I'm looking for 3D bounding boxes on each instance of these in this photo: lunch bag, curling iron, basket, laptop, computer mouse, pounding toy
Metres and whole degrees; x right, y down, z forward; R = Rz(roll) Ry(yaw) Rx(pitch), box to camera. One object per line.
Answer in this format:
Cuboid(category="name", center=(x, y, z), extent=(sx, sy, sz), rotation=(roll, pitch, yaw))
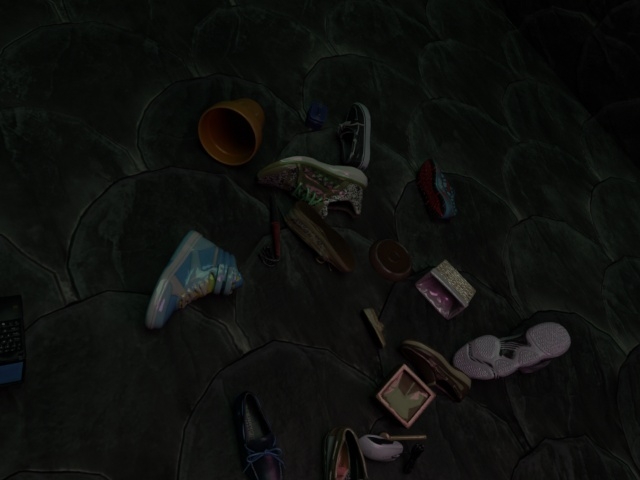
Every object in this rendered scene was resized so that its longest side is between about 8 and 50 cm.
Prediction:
Cuboid(category="lunch bag", center=(-0.016, -0.473, 2.000), extent=(0.067, 0.065, 0.099), rotation=(17, 54, -13))
Cuboid(category="curling iron", center=(-0.157, -0.042, 1.690), extent=(0.068, 0.035, 0.274), rotation=(12, 56, -17))
Cuboid(category="basket", center=(0.424, 0.161, 1.776), extent=(0.167, 0.113, 0.103), rotation=(46, 51, 8))
Cuboid(category="laptop", center=(-0.795, 0.233, 1.174), extent=(0.234, 0.137, 0.265), rotation=(-6, 63, -27))
Cuboid(category="computer mouse", center=(0.184, 0.574, 1.417), extent=(0.192, 0.106, 0.042), rotation=(18, 28, -15))
Cuboid(category="pounding toy", center=(0.227, 0.492, 1.503), extent=(0.181, 0.094, 0.206), rotation=(44, 75, 6))

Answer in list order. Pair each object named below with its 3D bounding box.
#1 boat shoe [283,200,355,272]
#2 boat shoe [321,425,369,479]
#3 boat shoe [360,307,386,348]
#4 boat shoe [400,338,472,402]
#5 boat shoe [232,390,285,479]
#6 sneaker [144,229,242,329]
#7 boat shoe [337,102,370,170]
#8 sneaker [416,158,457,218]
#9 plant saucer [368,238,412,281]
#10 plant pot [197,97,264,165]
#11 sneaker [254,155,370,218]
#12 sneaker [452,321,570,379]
Cuboid(category="boat shoe", center=(0.000, 0.000, 1.714), extent=(0.285, 0.089, 0.104), rotation=(50, 29, 7))
Cuboid(category="boat shoe", center=(0.065, 0.629, 1.332), extent=(0.113, 0.103, 0.303), rotation=(2, 60, -23))
Cuboid(category="boat shoe", center=(0.173, 0.269, 1.636), extent=(0.045, 0.050, 0.136), rotation=(-16, 68, -25))
Cuboid(category="boat shoe", center=(0.346, 0.402, 1.607), extent=(0.257, 0.095, 0.095), rotation=(34, 59, -2))
Cuboid(category="boat shoe", center=(-0.163, 0.506, 1.316), extent=(0.108, 0.089, 0.259), rotation=(-18, 69, -32))
Cuboid(category="sneaker", center=(-0.333, 0.131, 1.450), extent=(0.208, 0.127, 0.319), rotation=(25, 54, -6))
Cuboid(category="boat shoe", center=(0.116, -0.405, 1.989), extent=(0.104, 0.113, 0.307), rotation=(17, 63, -31))
Cuboid(category="sneaker", center=(0.456, -0.191, 2.035), extent=(0.125, 0.104, 0.262), rotation=(12, 59, -38))
Cuboid(category="plant saucer", center=(0.248, 0.061, 1.812), extent=(0.168, 0.029, 0.169), rotation=(12, 57, -18))
Cuboid(category="plant pot", center=(-0.277, -0.385, 1.762), extent=(0.205, 0.205, 0.188), rotation=(30, 38, -5))
Cuboid(category="sneaker", center=(-0.019, -0.164, 1.768), extent=(0.409, 0.158, 0.182), rotation=(5, 68, -18))
Cuboid(category="sneaker", center=(0.613, 0.380, 1.717), extent=(0.365, 0.210, 0.138), rotation=(-17, 63, 6))
